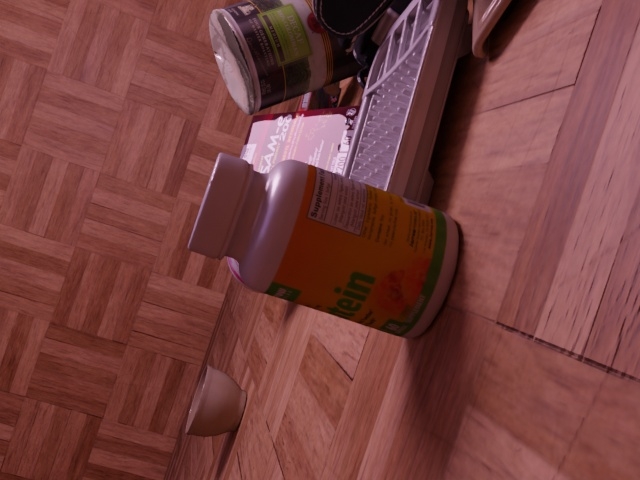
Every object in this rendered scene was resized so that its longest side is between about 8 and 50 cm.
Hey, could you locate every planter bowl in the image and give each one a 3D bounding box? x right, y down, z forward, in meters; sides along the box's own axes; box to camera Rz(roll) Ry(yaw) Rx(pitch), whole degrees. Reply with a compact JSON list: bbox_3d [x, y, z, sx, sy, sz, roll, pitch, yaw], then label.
[{"bbox_3d":[-0.235,0.380,1.682,0.162,0.109,0.162,-162,90,-79],"label":"planter bowl"}]

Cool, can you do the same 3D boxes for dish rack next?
[{"bbox_3d":[0.102,-0.146,0.947,0.285,0.072,0.333,156,132,-75],"label":"dish rack"}]

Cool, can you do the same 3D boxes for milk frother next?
[{"bbox_3d":[0.112,-0.318,1.185,0.143,0.129,0.135,58,150,16],"label":"milk frother"}]

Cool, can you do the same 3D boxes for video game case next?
[{"bbox_3d":[-0.014,-0.259,1.641,0.204,0.025,0.285,77,-161,-52],"label":"video game case"}]

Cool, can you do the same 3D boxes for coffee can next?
[{"bbox_3d":[-0.045,-0.377,1.383,0.201,0.275,0.202,56,161,31],"label":"coffee can"}]

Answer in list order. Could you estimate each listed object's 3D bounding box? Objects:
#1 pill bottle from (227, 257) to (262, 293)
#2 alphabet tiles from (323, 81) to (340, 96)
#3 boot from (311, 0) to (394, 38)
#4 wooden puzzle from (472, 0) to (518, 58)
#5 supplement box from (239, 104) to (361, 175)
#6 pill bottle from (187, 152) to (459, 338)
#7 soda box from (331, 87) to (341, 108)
[{"bbox_3d":[-0.077,-0.020,1.409,0.283,0.160,0.160,125,161,-57],"label":"pill bottle"},{"bbox_3d":[-0.002,-0.469,1.592,0.021,0.284,0.278,-1,79,36],"label":"alphabet tiles"},{"bbox_3d":[0.093,-0.381,0.898,0.377,0.138,0.284,-48,16,32],"label":"boot"},{"bbox_3d":[0.221,-0.344,0.770,0.239,0.044,0.221,114,169,-51],"label":"wooden puzzle"},{"bbox_3d":[-0.019,-0.143,1.198,0.239,0.073,0.130,1,68,37],"label":"supplement box"},{"bbox_3d":[0.000,0.000,0.730,0.136,0.245,0.136,-161,90,-80],"label":"pill bottle"},{"bbox_3d":[-0.002,-0.332,1.872,0.169,0.053,0.060,127,159,-62],"label":"soda box"}]
